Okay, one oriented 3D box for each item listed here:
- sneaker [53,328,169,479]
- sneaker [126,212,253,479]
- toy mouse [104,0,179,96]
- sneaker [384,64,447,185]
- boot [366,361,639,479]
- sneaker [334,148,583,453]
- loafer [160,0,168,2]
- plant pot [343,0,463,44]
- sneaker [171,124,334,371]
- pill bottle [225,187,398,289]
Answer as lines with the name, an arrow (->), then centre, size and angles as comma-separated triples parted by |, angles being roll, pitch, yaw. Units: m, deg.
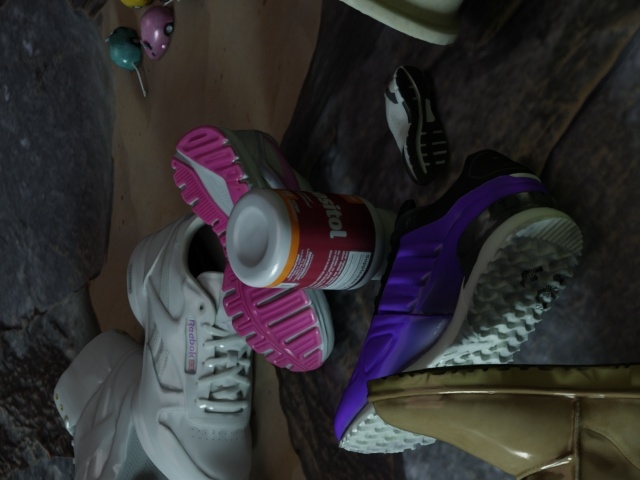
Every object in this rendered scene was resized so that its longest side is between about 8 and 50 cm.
sneaker -> -0.244, 0.247, 1.508 | 0.169, 0.108, 0.293 | 31, 102, 49
sneaker -> -0.120, 0.112, 1.344 | 0.152, 0.114, 0.305 | -34, 63, 46
toy mouse -> -0.213, -0.239, 1.545 | 0.161, 0.031, 0.143 | 4, 91, 51
sneaker -> 0.082, -0.097, 1.176 | 0.044, 0.040, 0.109 | 136, 130, -60
boot -> 0.148, 0.224, 0.966 | 0.236, 0.089, 0.270 | -3, 85, 19
sneaker -> 0.094, 0.047, 1.108 | 0.293, 0.102, 0.146 | -55, 42, 29
loafer -> -0.190, -0.352, 1.504 | 0.078, 0.080, 0.220 | -36, 54, 6
plant pot -> 0.062, -0.372, 1.025 | 0.305, 0.334, 0.334 | -52, 49, 20
sneaker -> -0.040, -0.001, 1.270 | 0.103, 0.111, 0.252 | -15, 98, 38
pill bottle -> 0.000, 0.000, 1.173 | 0.086, 0.152, 0.086 | -4, 85, 51
